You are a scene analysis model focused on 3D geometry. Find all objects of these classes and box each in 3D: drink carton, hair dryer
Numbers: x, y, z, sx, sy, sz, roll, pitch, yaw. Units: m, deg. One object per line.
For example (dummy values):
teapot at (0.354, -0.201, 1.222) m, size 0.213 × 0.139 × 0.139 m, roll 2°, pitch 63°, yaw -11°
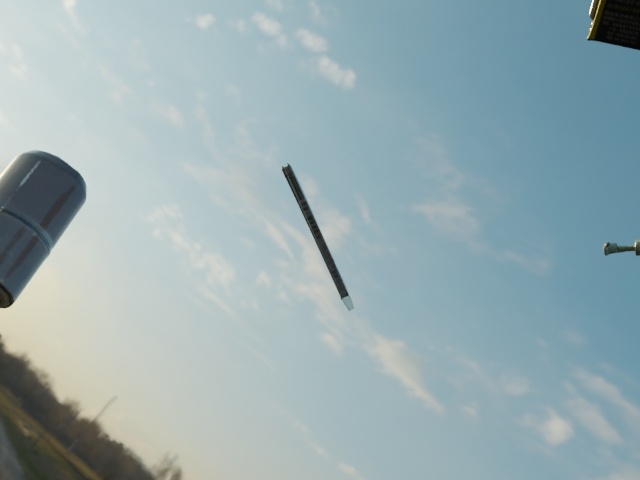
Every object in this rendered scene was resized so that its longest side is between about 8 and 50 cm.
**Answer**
drink carton at (0.251, -0.236, 0.540) m, size 0.056 × 0.071 × 0.166 m, roll 15°, pitch -44°, yaw 15°
hair dryer at (-0.489, -0.057, 0.902) m, size 0.344 × 0.189 × 0.107 m, roll 19°, pitch -33°, yaw 8°

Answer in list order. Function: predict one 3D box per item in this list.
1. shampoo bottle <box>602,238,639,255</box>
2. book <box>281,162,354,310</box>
shampoo bottle at (0.361, 0.001, 0.650) m, size 0.195 × 0.056 × 0.056 m, roll -5°, pitch -44°, yaw 23°
book at (0.000, 0.000, 0.907) m, size 0.127 × 0.014 × 0.182 m, roll 61°, pitch 5°, yaw -75°
